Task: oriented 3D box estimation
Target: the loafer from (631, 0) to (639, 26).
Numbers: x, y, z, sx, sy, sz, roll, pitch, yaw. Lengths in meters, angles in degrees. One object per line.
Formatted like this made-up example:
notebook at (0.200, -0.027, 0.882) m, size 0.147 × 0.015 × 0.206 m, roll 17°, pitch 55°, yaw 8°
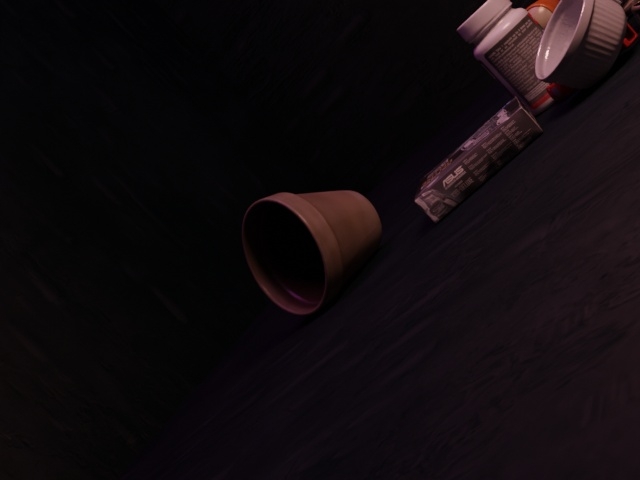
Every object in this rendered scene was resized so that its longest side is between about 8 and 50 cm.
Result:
loafer at (0.683, -0.469, 1.467) m, size 0.267 × 0.084 × 0.096 m, roll -41°, pitch 4°, yaw 38°

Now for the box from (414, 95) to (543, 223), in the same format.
box at (0.355, -0.187, 1.862) m, size 0.307 × 0.076 × 0.242 m, roll -42°, pitch 4°, yaw 19°

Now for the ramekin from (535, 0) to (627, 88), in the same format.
ramekin at (0.541, -0.413, 1.697) m, size 0.207 × 0.109 × 0.207 m, roll -161°, pitch 90°, yaw -84°

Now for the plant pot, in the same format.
plant pot at (0.000, 0.000, 2.151) m, size 0.280 × 0.323 × 0.323 m, roll -26°, pitch -9°, yaw -39°

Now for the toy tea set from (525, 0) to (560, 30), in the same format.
toy tea set at (0.629, -0.576, 1.976) m, size 0.124 × 0.200 × 0.336 m, roll -48°, pitch -7°, yaw -40°

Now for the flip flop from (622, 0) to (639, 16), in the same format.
flip flop at (0.742, -0.530, 1.702) m, size 0.277 × 0.080 × 0.112 m, roll -29°, pitch -7°, yaw -23°

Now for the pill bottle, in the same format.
pill bottle at (0.474, -0.451, 1.969) m, size 0.161 × 0.283 × 0.161 m, roll -43°, pitch 4°, yaw 4°

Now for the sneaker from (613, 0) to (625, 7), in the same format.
sneaker at (0.660, -0.529, 1.845) m, size 0.132 × 0.086 × 0.228 m, roll -6°, pitch -44°, yaw -57°

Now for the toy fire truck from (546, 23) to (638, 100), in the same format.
toy fire truck at (0.601, -0.395, 1.824) m, size 0.192 × 0.047 × 0.135 m, roll -44°, pitch 5°, yaw -3°
